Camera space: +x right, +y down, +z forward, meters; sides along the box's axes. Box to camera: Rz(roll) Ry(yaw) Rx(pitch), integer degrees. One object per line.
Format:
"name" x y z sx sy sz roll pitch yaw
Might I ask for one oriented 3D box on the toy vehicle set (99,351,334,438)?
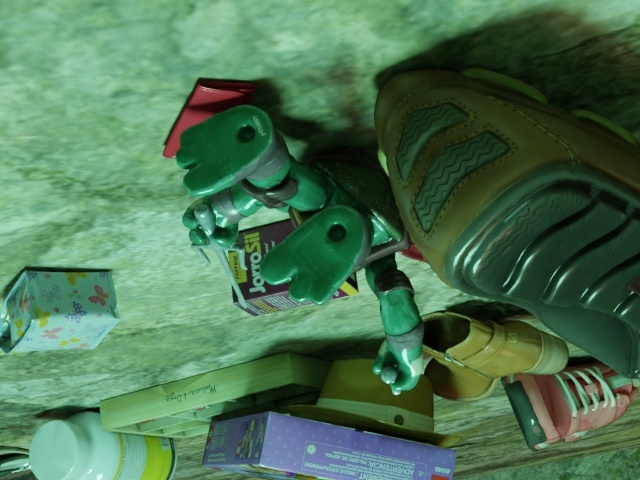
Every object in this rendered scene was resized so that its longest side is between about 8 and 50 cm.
"toy vehicle set" -0.106 0.187 1.293 0.266 0.035 0.166 -18 160 26

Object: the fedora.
"fedora" 0.062 0.175 1.185 0.194 0.079 0.194 9 166 2

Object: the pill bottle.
"pill bottle" -0.267 0.264 1.345 0.103 0.103 0.184 -17 160 25

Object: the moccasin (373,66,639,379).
"moccasin" 0.166 -0.005 0.679 0.380 0.147 0.139 15 124 -43

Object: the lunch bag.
"lunch bag" -0.201 0.057 0.826 0.071 0.053 0.083 1 150 -32

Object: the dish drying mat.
"dish drying mat" -0.061 -0.064 0.590 0.032 0.008 0.083 0 160 -22

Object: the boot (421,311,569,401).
"boot" 0.143 0.117 1.158 0.152 0.073 0.197 17 152 -37

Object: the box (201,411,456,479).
"box" -0.003 0.240 1.201 0.200 0.057 0.293 14 165 -14

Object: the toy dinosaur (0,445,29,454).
"toy dinosaur" -0.452 0.263 1.358 0.211 0.064 0.112 -10 177 30

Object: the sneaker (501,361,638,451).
"sneaker" 0.342 0.201 1.464 0.136 0.116 0.314 -28 163 22

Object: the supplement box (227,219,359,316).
"supplement box" -0.020 0.017 0.780 0.083 0.055 0.043 -14 160 15

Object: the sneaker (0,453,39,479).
"sneaker" -0.369 0.375 1.592 0.228 0.132 0.086 1 160 -28

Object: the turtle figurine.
"turtle figurine" 0.000 0.000 0.654 0.175 0.118 0.234 29 176 17
